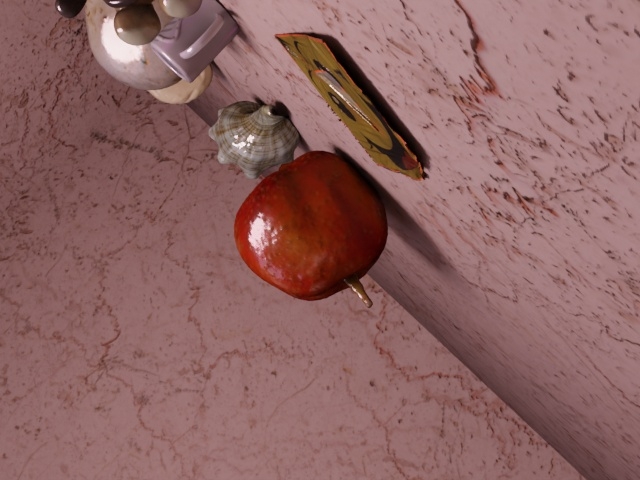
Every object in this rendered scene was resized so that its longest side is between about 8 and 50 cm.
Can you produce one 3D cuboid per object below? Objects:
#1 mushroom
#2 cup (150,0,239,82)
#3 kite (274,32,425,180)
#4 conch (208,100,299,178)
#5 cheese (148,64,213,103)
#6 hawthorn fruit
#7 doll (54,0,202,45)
[{"bbox_3d":[-0.320,-0.420,1.510,0.243,0.243,0.243,46,176,4],"label":"mushroom"},{"bbox_3d":[-0.219,-0.357,1.359,0.099,0.133,0.136,42,176,3],"label":"cup"},{"bbox_3d":[0.035,-0.201,1.140,0.327,0.013,0.377,45,178,19],"label":"kite"},{"bbox_3d":[-0.147,-0.224,1.793,0.203,0.169,0.386,21,-174,-17],"label":"conch"},{"bbox_3d":[-0.389,-0.455,1.932,0.248,0.174,0.251,47,171,12],"label":"cheese"},{"bbox_3d":[0.000,0.000,1.521,0.330,0.287,0.287,52,178,19],"label":"hawthorn fruit"},{"bbox_3d":[-0.313,-0.444,1.137,0.330,0.235,0.174,40,-143,-52],"label":"doll"}]
